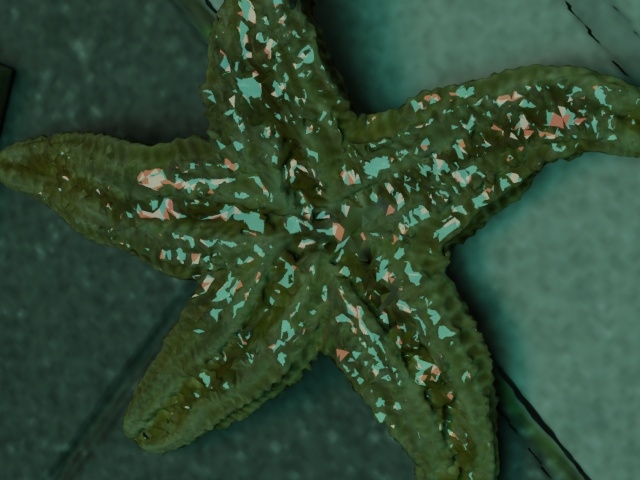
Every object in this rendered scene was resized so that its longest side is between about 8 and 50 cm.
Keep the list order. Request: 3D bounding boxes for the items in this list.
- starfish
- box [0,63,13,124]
[{"bbox_3d":[0.000,0.000,0.515,0.277,0.062,0.235,-4,104,20],"label":"starfish"},{"bbox_3d":[-0.167,-0.044,0.580,0.079,0.035,0.083,23,108,18],"label":"box"}]
